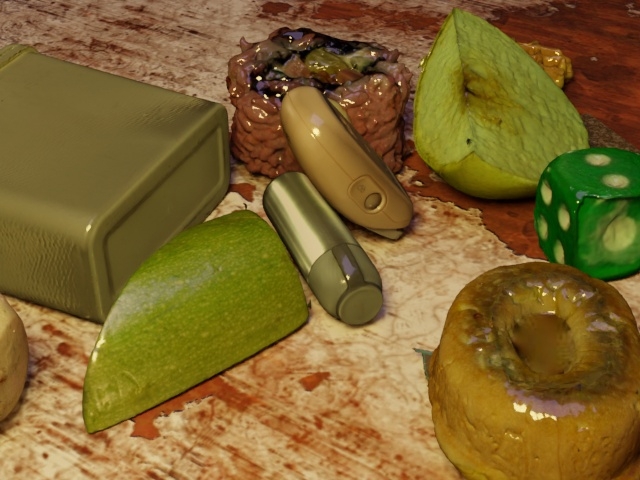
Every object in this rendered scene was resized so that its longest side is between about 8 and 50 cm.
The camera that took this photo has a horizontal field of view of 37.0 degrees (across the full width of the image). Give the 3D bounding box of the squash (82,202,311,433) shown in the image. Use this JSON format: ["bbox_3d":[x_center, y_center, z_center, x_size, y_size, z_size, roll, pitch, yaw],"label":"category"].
[{"bbox_3d":[-0.174,0.064,1.080,0.288,0.111,0.203,-24,40,-24],"label":"squash"}]

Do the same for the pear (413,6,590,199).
[{"bbox_3d":[0.256,-0.153,1.331,0.239,0.139,0.288,13,52,-20],"label":"pear"}]

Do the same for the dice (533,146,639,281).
[{"bbox_3d":[0.341,-0.034,1.173,0.130,0.128,0.120,-11,36,-10],"label":"dice"}]

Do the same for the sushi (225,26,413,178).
[{"bbox_3d":[0.001,-0.191,1.362,0.270,0.171,0.237,5,37,0],"label":"sushi"}]

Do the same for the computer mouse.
[{"bbox_3d":[0.028,-0.093,1.199,0.082,0.236,0.145,-38,43,9],"label":"computer mouse"}]

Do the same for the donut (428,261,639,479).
[{"bbox_3d":[0.210,0.132,0.932,0.208,0.128,0.261,-1,36,1],"label":"donut"}]

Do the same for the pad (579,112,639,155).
[{"bbox_3d":[0.395,-0.116,1.384,0.158,0.003,0.235,-16,39,-18],"label":"pad"}]

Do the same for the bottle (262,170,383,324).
[{"bbox_3d":[0.000,0.000,1.167,0.079,0.096,0.254,-19,40,-12],"label":"bottle"}]

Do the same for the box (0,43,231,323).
[{"bbox_3d":[-0.342,-0.084,1.233,0.343,0.178,0.352,16,40,17],"label":"box"}]

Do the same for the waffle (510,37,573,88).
[{"bbox_3d":[0.308,-0.279,1.565,0.210,0.055,0.160,5,36,7],"label":"waffle"}]

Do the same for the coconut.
[{"bbox_3d":[-0.399,0.120,0.969,0.182,0.171,0.171,4,37,3],"label":"coconut"}]

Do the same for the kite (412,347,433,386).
[{"bbox_3d":[0.224,0.224,0.928,0.368,0.014,0.406,-18,41,-20],"label":"kite"}]
